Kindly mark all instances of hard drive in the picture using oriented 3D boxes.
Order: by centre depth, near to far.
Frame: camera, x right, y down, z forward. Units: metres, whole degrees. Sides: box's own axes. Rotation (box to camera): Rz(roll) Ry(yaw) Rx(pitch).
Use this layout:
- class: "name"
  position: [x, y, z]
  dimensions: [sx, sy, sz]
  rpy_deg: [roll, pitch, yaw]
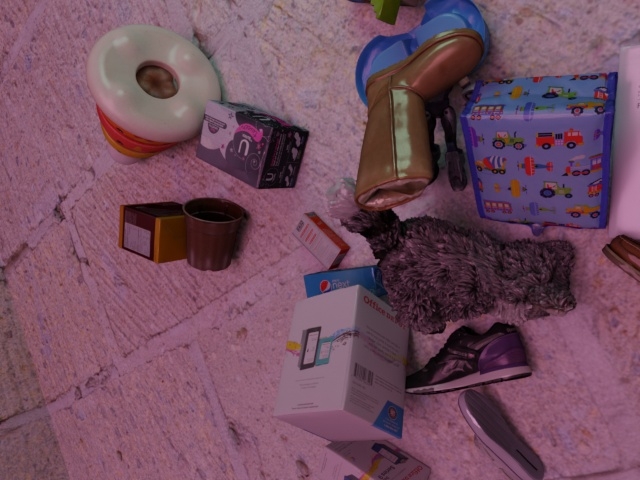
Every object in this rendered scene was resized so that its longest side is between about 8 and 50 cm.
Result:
- class: "hard drive"
  position: [0.590, -0.157, 0.880]
  dimensions: [0.210, 0.040, 0.319]
  rpy_deg: [5, 100, 38]

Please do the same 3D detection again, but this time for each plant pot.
- class: "plant pot"
  position: [-0.306, -0.013, 1.532]
  dimensions: [0.167, 0.167, 0.165]
  rpy_deg: [29, 120, 31]

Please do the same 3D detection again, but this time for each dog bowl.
- class: "dog bowl"
  position: [0.209, -0.372, 1.125]
  dimensions: [0.297, 0.074, 0.166]
  rpy_deg: [-23, 82, 37]

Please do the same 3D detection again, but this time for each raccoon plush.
- class: "raccoon plush"
  position: [0.248, 0.032, 0.963]
  dimensions: [0.299, 0.446, 0.216]
  rpy_deg: [-13, 60, 40]

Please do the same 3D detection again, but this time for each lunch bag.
- class: "lunch bag"
  position: [0.380, -0.122, 0.951]
  dimensions: [0.221, 0.138, 0.293]
  rpy_deg: [5, 132, 28]

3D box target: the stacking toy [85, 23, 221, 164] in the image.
- class: "stacking toy"
  position: [-0.521, -0.353, 1.608]
  dimensions: [0.480, 0.350, 0.351]
  rpy_deg: [-36, 74, 55]

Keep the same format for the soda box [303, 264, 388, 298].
- class: "soda box"
  position: [0.062, 0.103, 1.312]
  dimensions: [0.210, 0.067, 0.071]
  rpy_deg: [-9, 90, 38]

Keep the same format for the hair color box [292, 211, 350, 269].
- class: "hair color box"
  position: [0.000, 0.000, 1.360]
  dimensions: [0.141, 0.043, 0.072]
  rpy_deg: [45, 121, 23]

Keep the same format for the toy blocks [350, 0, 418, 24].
- class: "toy blocks"
  position: [0.109, -0.645, 1.116]
  dimensions: [0.261, 0.190, 0.381]
  rpy_deg: [28, 111, 44]

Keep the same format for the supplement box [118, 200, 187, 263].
- class: "supplement box"
  position: [-0.457, -0.030, 1.617]
  dimensions: [0.194, 0.191, 0.129]
  rpy_deg: [17, 107, 34]

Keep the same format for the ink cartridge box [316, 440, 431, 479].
- class: "ink cartridge box"
  position: [0.124, 0.539, 1.272]
  dimensions: [0.212, 0.154, 0.093]
  rpy_deg: [25, 109, 34]

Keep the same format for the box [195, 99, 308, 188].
- class: "box"
  position: [-0.180, -0.249, 1.401]
  dimensions: [0.247, 0.142, 0.163]
  rpy_deg: [29, 114, 31]

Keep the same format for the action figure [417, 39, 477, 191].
- class: "action figure"
  position: [0.227, -0.242, 1.054]
  dimensions: [0.185, 0.099, 0.285]
  rpy_deg: [4, 124, 29]

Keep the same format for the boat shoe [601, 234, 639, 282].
- class: "boat shoe"
  position: [0.611, 0.062, 0.861]
  dimensions: [0.307, 0.110, 0.104]
  rpy_deg: [32, 116, 17]

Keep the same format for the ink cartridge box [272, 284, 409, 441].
- class: "ink cartridge box"
  position: [0.054, 0.270, 1.187]
  dimensions: [0.197, 0.198, 0.270]
  rpy_deg: [-20, 46, 39]

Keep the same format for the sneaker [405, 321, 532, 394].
- class: "sneaker"
  position: [0.293, 0.248, 1.152]
  dimensions: [0.283, 0.107, 0.124]
  rpy_deg: [-24, 66, 35]

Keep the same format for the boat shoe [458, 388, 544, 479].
- class: "boat shoe"
  position: [0.346, 0.407, 1.110]
  dimensions: [0.226, 0.083, 0.076]
  rpy_deg: [51, 133, 7]

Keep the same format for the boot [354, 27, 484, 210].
- class: "boot"
  position: [0.166, -0.195, 0.899]
  dimensions: [0.236, 0.089, 0.270]
  rpy_deg: [-23, 46, 36]
